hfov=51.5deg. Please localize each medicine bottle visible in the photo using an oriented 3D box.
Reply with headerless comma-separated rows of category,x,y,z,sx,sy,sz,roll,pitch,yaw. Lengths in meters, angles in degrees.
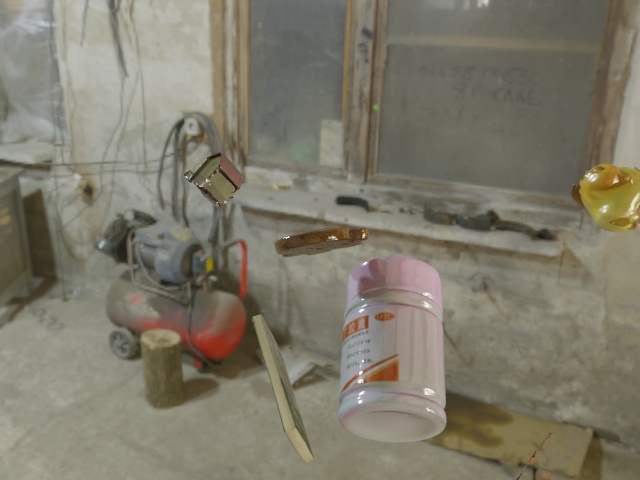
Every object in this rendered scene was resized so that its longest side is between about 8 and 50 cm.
medicine bottle,0.141,0.212,1.301,0.202,0.202,0.315,3,54,4

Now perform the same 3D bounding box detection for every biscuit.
biscuit,0.000,0.000,1.251,0.180,0.039,0.236,-11,-4,15

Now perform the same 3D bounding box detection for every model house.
model house,-0.142,-0.084,0.934,0.057,0.083,0.058,32,79,39

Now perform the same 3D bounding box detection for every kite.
kite,0.491,0.498,1.524,0.010,0.190,0.159,37,-9,26

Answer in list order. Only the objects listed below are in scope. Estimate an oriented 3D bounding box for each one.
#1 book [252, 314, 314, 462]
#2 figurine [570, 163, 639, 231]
book,-0.078,0.311,1.393,0.027,0.202,0.264,-19,54,-3
figurine,0.588,-0.060,1.222,0.246,0.131,0.156,29,58,13
